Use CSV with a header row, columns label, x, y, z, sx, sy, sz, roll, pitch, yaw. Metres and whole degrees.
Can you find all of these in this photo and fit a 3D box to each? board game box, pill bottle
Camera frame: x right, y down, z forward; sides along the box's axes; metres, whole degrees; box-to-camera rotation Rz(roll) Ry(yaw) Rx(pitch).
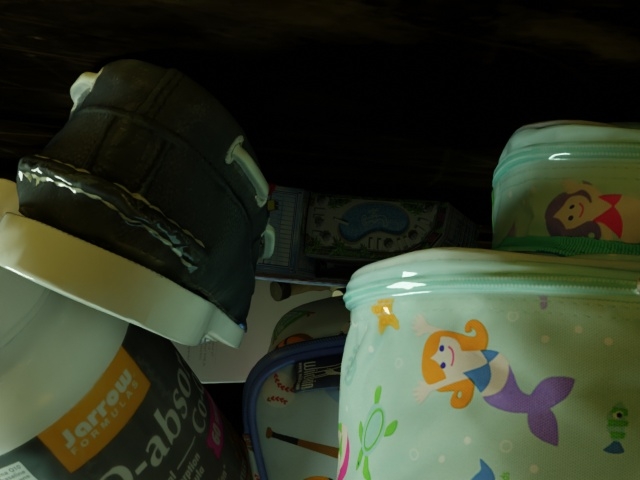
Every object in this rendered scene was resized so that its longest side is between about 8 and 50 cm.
label,x,y,z,sx,sy,sz,roll,pitch,yaw
board game box,0.000,0.000,0.796,0.194,0.060,0.194,4,177,17
pill bottle,-0.161,0.106,0.705,0.162,0.162,0.278,3,137,35

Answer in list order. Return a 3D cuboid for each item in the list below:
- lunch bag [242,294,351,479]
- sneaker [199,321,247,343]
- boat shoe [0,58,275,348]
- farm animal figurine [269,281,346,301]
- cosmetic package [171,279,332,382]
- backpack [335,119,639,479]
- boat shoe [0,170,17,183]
label,x,y,z,sx,sy,sz,roll,pitch,yaw
lunch bag,0.086,0.169,0.755,0.243,0.303,0.115,-7,-164,12
sneaker,-0.103,0.027,0.859,0.058,0.135,0.052,-23,-152,0
boat shoe,-0.069,-0.009,0.526,0.114,0.091,0.302,26,176,-6
farm animal figurine,0.136,0.128,0.954,0.327,0.330,0.172,-17,-178,45
cosmetic package,-0.156,0.051,1.050,0.217,0.156,0.385,1,173,29
backpack,0.131,0.054,0.446,0.253,0.191,0.225,-3,172,9
boat shoe,-0.259,-0.009,0.777,0.301,0.108,0.102,12,179,15
